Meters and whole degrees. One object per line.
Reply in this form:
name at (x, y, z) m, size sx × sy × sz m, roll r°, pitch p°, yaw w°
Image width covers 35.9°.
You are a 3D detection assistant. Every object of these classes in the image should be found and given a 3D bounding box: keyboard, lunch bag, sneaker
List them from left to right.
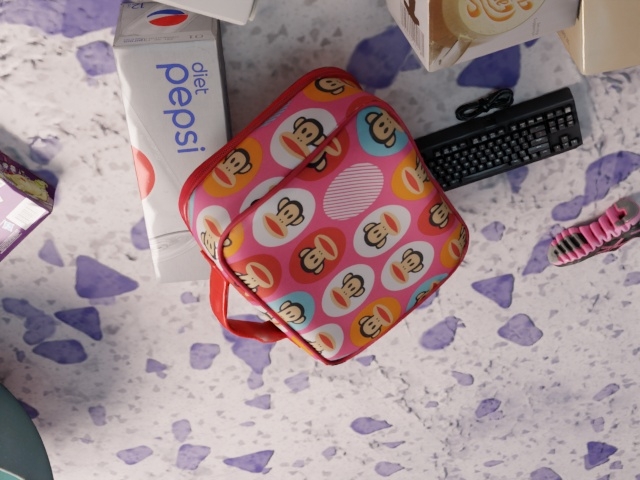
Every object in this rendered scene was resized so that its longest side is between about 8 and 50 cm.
lunch bag at (0.000, 0.000, 0.994) m, size 0.258 × 0.120 × 0.293 m, roll -42°, pitch 138°, yaw -4°
keyboard at (0.186, -0.111, 1.058) m, size 0.180 × 0.023 × 0.108 m, roll -19°, pitch 128°, yaw 8°
sneaker at (0.325, 0.002, 1.155) m, size 0.119 × 0.047 × 0.057 m, roll -29°, pitch 137°, yaw 18°

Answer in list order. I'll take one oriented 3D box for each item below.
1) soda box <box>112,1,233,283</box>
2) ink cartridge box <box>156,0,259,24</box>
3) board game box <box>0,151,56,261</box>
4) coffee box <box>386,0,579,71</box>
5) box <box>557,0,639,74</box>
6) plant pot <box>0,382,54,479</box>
soda box at (-0.136, -0.092, 0.993) m, size 0.098 × 0.091 × 0.286 m, roll -4°, pitch 129°, yaw -2°
ink cartridge box at (-0.169, -0.289, 0.762) m, size 0.273 × 0.197 × 0.114 m, roll 13°, pitch 126°, yaw -16°
board game box at (-0.475, 0.003, 1.064) m, size 0.347 × 0.056 × 0.208 m, roll -38°, pitch 127°, yaw 22°
coffee box at (0.127, -0.267, 0.764) m, size 0.141 × 0.098 × 0.246 m, roll -19°, pitch 145°, yaw -8°
box at (0.256, -0.314, 0.824) m, size 0.121 × 0.148 × 0.311 m, roll -11°, pitch 128°, yaw 3°
plant pot at (-0.456, 0.256, 1.165) m, size 0.290 × 0.195 × 0.290 m, roll -6°, pitch 135°, yaw -6°
